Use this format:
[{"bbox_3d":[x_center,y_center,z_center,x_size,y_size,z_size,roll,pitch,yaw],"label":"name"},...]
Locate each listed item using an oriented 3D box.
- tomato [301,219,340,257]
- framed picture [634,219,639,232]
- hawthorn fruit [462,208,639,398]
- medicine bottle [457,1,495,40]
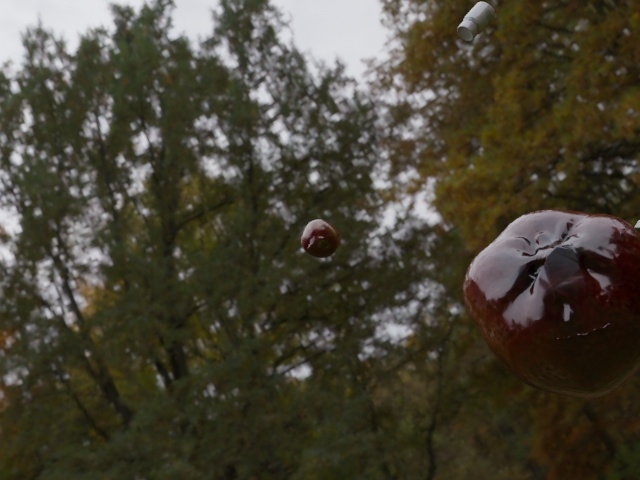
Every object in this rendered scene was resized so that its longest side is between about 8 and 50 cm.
[{"bbox_3d":[0.000,0.000,2.162,0.087,0.075,0.087,-1,-63,-2],"label":"tomato"},{"bbox_3d":[0.520,0.034,1.261,0.015,0.203,0.150,-56,9,-6],"label":"framed picture"},{"bbox_3d":[0.360,0.092,1.435,0.295,0.295,0.311,-30,-17,2],"label":"hawthorn fruit"},{"bbox_3d":[0.354,-0.498,2.225,0.089,0.052,0.052,-49,-15,-21],"label":"medicine bottle"}]
